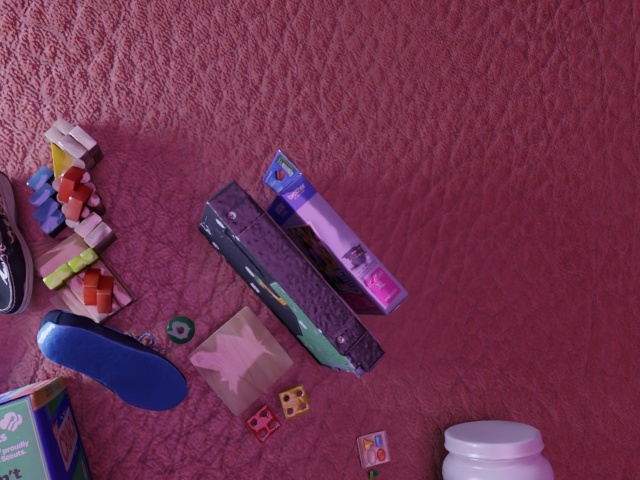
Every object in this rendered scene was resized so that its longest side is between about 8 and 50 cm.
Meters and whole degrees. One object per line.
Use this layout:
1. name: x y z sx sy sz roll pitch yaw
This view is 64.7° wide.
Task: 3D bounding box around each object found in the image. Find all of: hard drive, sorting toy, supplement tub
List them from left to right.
1. sorting toy: -0.133 0.214 0.879 0.132 0.046 0.275 -40 94 -18
2. hard drive: -0.060 0.070 0.823 0.064 0.237 0.339 -42 94 -17
3. sorting toy: 0.103 0.401 0.937 0.061 0.012 0.083 -9 84 -17
4. supplement tub: 0.319 0.479 0.895 0.191 0.191 0.273 -2 83 -16

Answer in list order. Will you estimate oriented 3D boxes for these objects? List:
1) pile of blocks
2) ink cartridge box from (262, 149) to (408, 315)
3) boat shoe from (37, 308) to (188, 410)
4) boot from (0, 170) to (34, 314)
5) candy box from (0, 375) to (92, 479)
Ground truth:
1. pile of blocks: -0.402 -0.027 0.803 0.148 0.112 0.363 -13 85 -18
2. ink cartridge box: 0.000 0.000 0.877 0.065 0.186 0.311 -41 94 -16
3. boat shoe: -0.308 0.175 0.788 0.109 0.089 0.258 -43 127 -7
4. boot: -0.528 0.001 0.726 0.085 0.178 0.237 -21 81 23
5. candy box: -0.376 0.356 0.671 0.122 0.268 0.317 -17 87 -21
